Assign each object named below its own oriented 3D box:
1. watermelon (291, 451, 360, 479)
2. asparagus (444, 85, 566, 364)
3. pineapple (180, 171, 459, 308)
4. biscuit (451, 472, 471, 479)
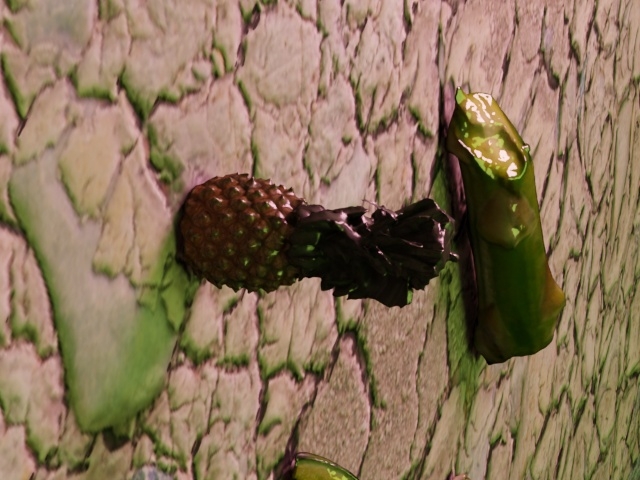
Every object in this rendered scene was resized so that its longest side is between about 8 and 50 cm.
[{"bbox_3d":[-0.003,0.239,1.195,0.092,0.075,0.181,3,96,-24],"label":"watermelon"},{"bbox_3d":[0.165,-0.003,1.463,0.082,0.085,0.343,-39,142,-25],"label":"asparagus"},{"bbox_3d":[0.000,0.000,0.933,0.074,0.159,0.074,6,90,-67],"label":"pineapple"},{"bbox_3d":[0.124,0.298,1.554,0.152,0.020,0.152,8,90,-69],"label":"biscuit"}]
